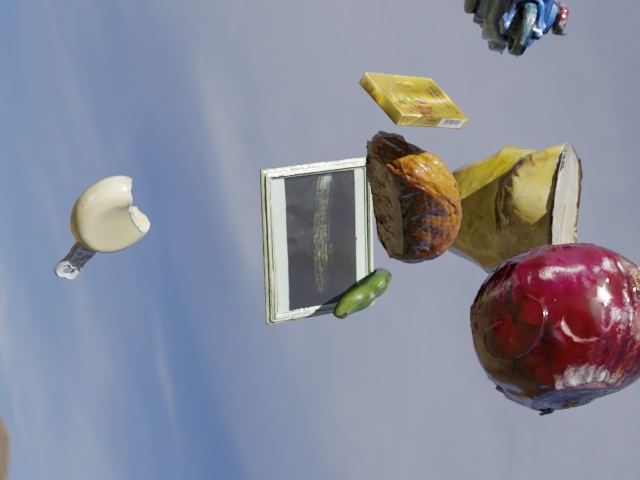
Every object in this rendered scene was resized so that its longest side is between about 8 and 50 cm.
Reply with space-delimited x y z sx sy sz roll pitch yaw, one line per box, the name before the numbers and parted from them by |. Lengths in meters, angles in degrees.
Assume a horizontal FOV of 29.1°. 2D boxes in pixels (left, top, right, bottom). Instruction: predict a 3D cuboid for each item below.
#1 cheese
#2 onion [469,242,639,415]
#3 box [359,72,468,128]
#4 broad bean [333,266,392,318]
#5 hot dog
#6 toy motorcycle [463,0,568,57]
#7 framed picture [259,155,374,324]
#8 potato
cheese | -0.449 -0.022 2.416 0.163 0.248 0.071 47 14 -49
onion | 0.318 0.100 1.596 0.207 0.206 0.216 -21 -116 40
box | 0.126 -0.186 1.650 0.089 0.156 0.022 51 -59 27
broad bean | 0.088 0.085 2.197 0.043 0.060 0.297 67 24 -5
hot dog | 0.129 -0.063 1.818 0.160 0.099 0.227 42 -29 32
toy motorcycle | 0.341 -0.453 2.198 0.319 0.182 0.241 -106 -177 -79
framed picture | 0.000 0.000 2.255 0.018 0.231 0.293 25 -59 60
potato | 0.338 -0.047 2.369 0.397 0.295 0.290 2 94 -70
